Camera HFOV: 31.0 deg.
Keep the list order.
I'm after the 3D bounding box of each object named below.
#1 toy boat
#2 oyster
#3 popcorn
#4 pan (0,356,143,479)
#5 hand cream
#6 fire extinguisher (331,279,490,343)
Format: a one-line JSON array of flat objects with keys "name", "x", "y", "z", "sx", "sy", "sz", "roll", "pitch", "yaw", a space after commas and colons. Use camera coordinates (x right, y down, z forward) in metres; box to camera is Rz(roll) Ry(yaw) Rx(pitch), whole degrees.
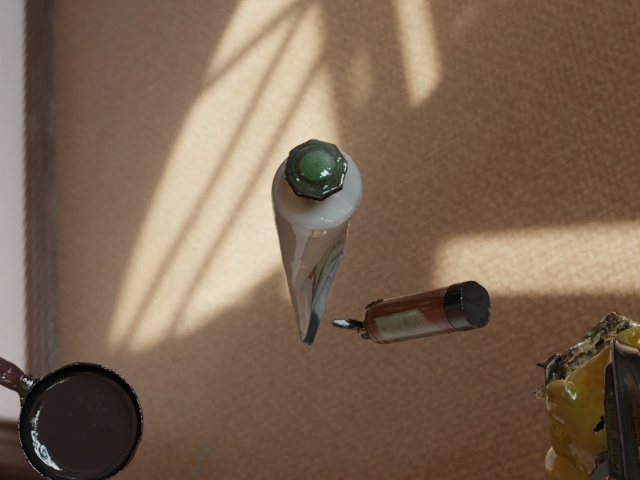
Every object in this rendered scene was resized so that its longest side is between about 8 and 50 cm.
[{"name": "toy boat", "x": 0.334, "y": 0.209, "z": 1.254, "sx": 0.103, "sy": 0.093, "sz": 0.246, "roll": -8, "pitch": 51, "yaw": 15}, {"name": "oyster", "x": 0.463, "y": 0.216, "z": 2.018, "sx": 0.214, "sy": 0.223, "sz": 0.083, "roll": -36, "pitch": 72, "yaw": -1}, {"name": "popcorn", "x": 0.433, "y": 0.247, "z": 1.509, "sx": 0.297, "sy": 0.316, "sz": 0.281, "roll": -30, "pitch": 29, "yaw": 13}, {"name": "pan", "x": -0.262, "y": 0.143, "z": 1.060, "sx": 0.115, "sy": 0.212, "sz": 0.040, "roll": -57, "pitch": 6, "yaw": -14}, {"name": "hand cream", "x": 0.000, "y": 0.000, "z": 1.082, "sx": 0.076, "sy": 0.336, "sz": 0.121, "roll": 22, "pitch": 71, "yaw": 9}, {"name": "fire extinguisher", "x": 0.090, "y": 0.077, "z": 1.179, "sx": 0.177, "sy": 0.062, "sz": 0.050, "roll": -16, "pitch": 66, "yaw": 45}]
